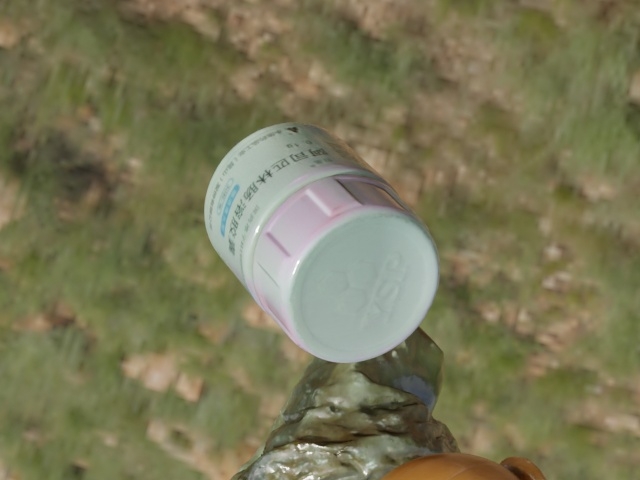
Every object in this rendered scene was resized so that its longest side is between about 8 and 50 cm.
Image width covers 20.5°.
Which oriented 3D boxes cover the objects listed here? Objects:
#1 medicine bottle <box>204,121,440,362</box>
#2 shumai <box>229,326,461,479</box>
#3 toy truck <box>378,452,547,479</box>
[{"bbox_3d":[0.000,0.000,1.301,0.135,0.135,0.168,30,-170,-35],"label":"medicine bottle"},{"bbox_3d":[0.024,0.207,2.039,0.304,0.263,0.309,2,151,-9],"label":"shumai"},{"bbox_3d":[0.069,0.230,1.045,0.265,0.189,0.239,-5,117,60],"label":"toy truck"}]
